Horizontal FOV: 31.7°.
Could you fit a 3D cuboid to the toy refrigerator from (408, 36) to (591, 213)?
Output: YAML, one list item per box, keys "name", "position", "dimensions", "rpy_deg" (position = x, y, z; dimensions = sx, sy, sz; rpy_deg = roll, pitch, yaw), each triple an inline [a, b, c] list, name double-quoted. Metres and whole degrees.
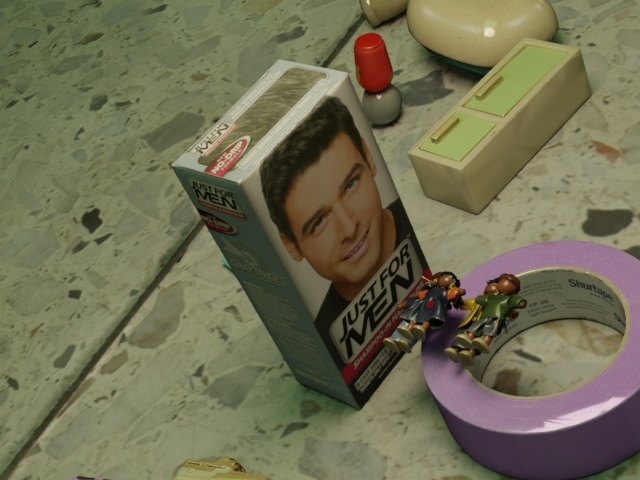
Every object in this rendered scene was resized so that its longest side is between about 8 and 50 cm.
- name: "toy refrigerator"
  position: [0.252, -0.168, 1.572]
  dimensions: [0.269, 0.094, 0.102]
  rpy_deg: [-45, 42, -20]

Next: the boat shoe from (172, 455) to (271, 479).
- name: "boat shoe"
  position: [-0.113, 0.275, 1.317]
  dimensions: [0.135, 0.050, 0.045]
  rpy_deg: [-2, 50, 28]

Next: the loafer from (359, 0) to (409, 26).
- name: "loafer"
  position: [0.138, -0.485, 1.998]
  dimensions: [0.092, 0.102, 0.269]
  rpy_deg: [-5, 53, 24]

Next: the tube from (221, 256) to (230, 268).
- name: "tube"
  position: [-0.048, -0.023, 1.621]
  dimensions: [0.207, 0.052, 0.080]
  rpy_deg: [-42, 36, -10]

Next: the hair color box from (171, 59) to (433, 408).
- name: "hair color box"
  position: [0.000, 0.000, 1.300]
  dimensions: [0.113, 0.374, 0.185]
  rpy_deg: [18, 56, 42]

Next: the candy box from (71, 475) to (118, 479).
- name: "candy box"
  position: [-0.225, 0.358, 1.270]
  dimensions: [0.196, 0.070, 0.165]
  rpy_deg: [-2, 45, 29]

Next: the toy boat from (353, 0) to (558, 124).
- name: "toy boat"
  position: [0.189, -0.302, 1.741]
  dimensions: [0.318, 0.148, 0.267]
  rpy_deg: [-29, 43, -15]

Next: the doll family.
- name: "doll family"
  position: [0.148, 0.075, 1.235]
  dimensions: [0.193, 0.076, 0.111]
  rpy_deg: [9, 55, 40]

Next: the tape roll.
- name: "tape roll"
  position: [0.254, 0.127, 1.245]
  dimensions: [0.274, 0.090, 0.275]
  rpy_deg: [-15, 41, 14]
